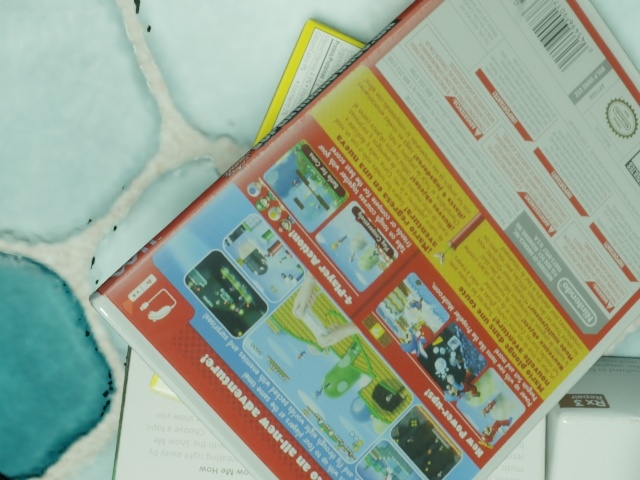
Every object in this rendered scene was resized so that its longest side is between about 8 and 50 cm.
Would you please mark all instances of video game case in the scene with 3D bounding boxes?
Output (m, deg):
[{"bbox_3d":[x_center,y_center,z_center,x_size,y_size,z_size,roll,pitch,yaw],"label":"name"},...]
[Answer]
[{"bbox_3d":[0.060,0.005,0.506,0.285,0.025,0.204,-44,106,-12],"label":"video game case"}]

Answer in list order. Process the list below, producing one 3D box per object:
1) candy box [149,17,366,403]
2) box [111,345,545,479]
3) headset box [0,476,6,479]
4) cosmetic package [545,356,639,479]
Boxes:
[{"bbox_3d":[0.000,0.000,0.523,0.105,0.027,0.206,24,84,-10],"label":"candy box"},{"bbox_3d":[-0.002,0.202,0.535,0.232,0.058,0.322,5,73,-1],"label":"box"},{"bbox_3d":[-0.232,0.317,0.632,0.246,0.131,0.283,42,106,-13],"label":"headset box"},{"bbox_3d":[0.176,0.187,0.607,0.117,0.085,0.231,3,109,-2],"label":"cosmetic package"}]
